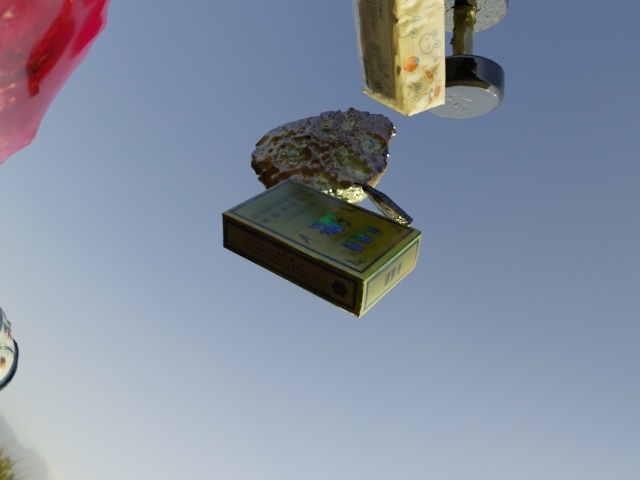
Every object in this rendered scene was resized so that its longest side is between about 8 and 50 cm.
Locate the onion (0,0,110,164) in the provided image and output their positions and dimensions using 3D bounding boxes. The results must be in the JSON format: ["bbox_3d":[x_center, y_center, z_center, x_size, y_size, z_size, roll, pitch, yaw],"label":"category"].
[{"bbox_3d":[-0.322,-0.238,0.266,0.398,0.399,0.420,-47,-123,50],"label":"onion"}]

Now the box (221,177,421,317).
[{"bbox_3d":[0.000,-0.001,0.687,0.220,0.141,0.064,22,-54,28],"label":"box"}]

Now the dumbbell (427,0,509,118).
[{"bbox_3d":[0.352,-0.484,1.306,0.204,0.204,0.322,-6,-107,49],"label":"dumbbell"}]

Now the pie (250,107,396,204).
[{"bbox_3d":[0.009,-0.202,1.280,0.355,0.288,0.103,-7,-38,5],"label":"pie"}]

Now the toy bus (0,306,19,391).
[{"bbox_3d":[-0.341,0.082,0.399,0.087,0.194,0.089,-126,-141,-52],"label":"toy bus"}]

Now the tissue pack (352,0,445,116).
[{"bbox_3d":[0.121,-0.313,0.821,0.148,0.092,0.196,49,-22,48],"label":"tissue pack"}]

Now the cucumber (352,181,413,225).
[{"bbox_3d":[0.139,-0.082,1.160,0.163,0.039,0.043,41,-43,-25],"label":"cucumber"}]
